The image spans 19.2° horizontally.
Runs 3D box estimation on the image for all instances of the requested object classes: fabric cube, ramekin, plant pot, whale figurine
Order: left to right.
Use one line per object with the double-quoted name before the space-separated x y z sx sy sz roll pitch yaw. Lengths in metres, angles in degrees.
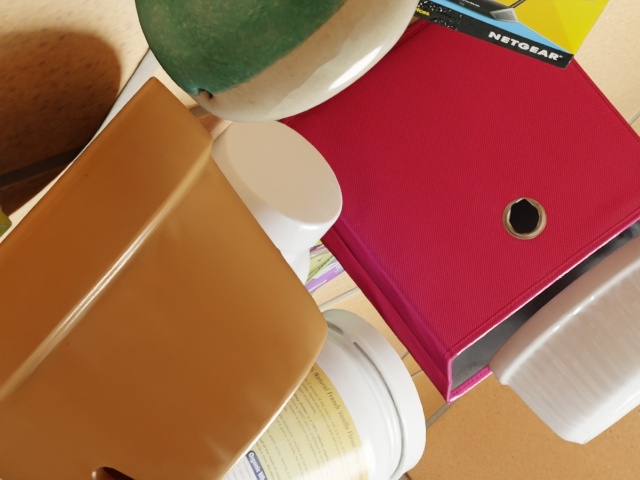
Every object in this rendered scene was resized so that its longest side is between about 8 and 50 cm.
"plant pot" -0.133 0.063 1.259 0.291 0.203 0.291 -47 -172 9
"whale figurine" -0.004 -0.200 1.108 0.272 0.141 0.216 -54 -155 -16
"fabric cube" 0.138 -0.043 1.710 0.254 0.258 0.259 -36 167 -6
"ramekin" 0.263 0.091 1.694 0.207 0.109 0.207 -36 168 -9

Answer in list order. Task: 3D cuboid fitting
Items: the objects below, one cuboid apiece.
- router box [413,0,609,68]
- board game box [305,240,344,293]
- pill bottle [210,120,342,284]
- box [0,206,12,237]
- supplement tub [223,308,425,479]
"router box" 0.112 -0.196 1.311 0.133 0.179 0.046 114 -6 -63
"board game box" 0.000 0.000 1.969 0.347 0.056 0.208 -33 162 -21
"pill bottle" -0.104 0.026 1.533 0.272 0.152 0.152 -46 165 32
"box" -0.297 0.034 1.185 0.232 0.087 0.058 -43 166 25
"supplement tub" -0.072 0.218 1.924 0.316 0.228 0.228 -26 163 -30
